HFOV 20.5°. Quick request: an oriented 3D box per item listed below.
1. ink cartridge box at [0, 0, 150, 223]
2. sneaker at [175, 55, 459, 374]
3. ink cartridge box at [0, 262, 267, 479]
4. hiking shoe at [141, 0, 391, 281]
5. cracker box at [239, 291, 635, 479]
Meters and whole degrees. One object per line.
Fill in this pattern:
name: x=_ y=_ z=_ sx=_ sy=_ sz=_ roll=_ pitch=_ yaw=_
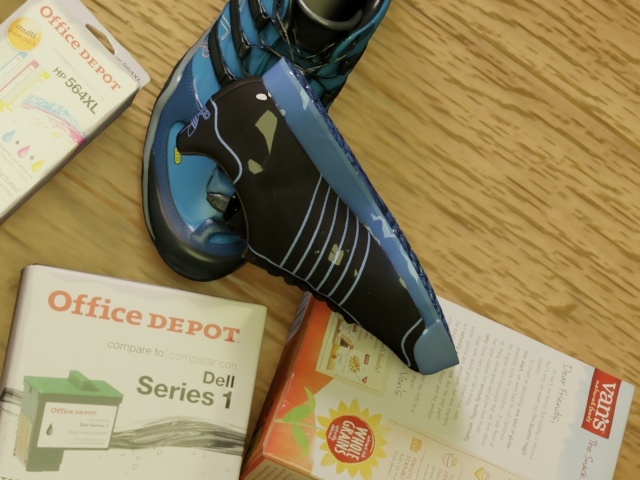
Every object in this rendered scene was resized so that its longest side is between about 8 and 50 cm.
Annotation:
ink cartridge box: x=-0.188 y=-0.092 z=1.146 sx=0.143 sy=0.090 sz=0.092 roll=-45 pitch=95 yaw=-10
sneaker: x=0.000 y=0.000 z=1.110 sx=0.090 sy=0.081 sz=0.232 roll=-30 pitch=106 yaw=7
ink cartridge box: x=-0.133 y=0.133 z=1.143 sx=0.160 sy=0.092 sz=0.219 roll=10 pitch=85 yaw=-11
hiking shoe: x=-0.033 y=-0.119 z=1.157 sx=0.113 sy=0.132 sz=0.304 roll=23 pitch=83 yaw=-9
cracker box: x=0.080 y=0.128 z=1.177 sx=0.232 sy=0.067 sz=0.155 roll=25 pitch=62 yaw=-8
